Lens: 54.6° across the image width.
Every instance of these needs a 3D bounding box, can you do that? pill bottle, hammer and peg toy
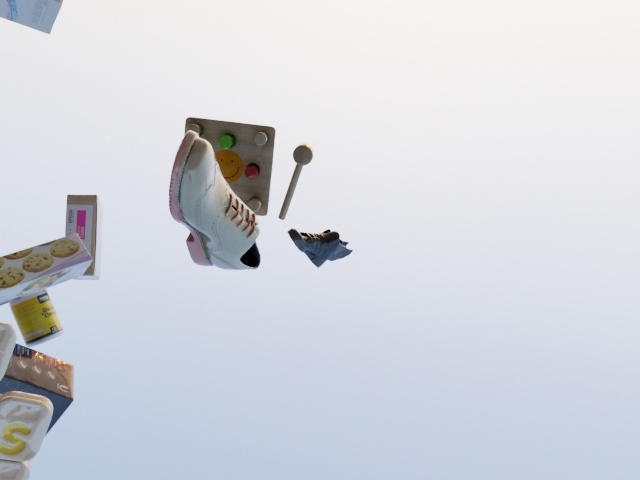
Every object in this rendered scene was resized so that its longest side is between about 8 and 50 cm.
[{"bbox_3d":[-0.786,0.191,1.699,0.103,0.184,0.103,-21,-177,1],"label":"pill bottle"},{"bbox_3d":[-0.207,-0.192,1.731,0.360,0.266,0.127,8,-167,0],"label":"hammer and peg toy"}]

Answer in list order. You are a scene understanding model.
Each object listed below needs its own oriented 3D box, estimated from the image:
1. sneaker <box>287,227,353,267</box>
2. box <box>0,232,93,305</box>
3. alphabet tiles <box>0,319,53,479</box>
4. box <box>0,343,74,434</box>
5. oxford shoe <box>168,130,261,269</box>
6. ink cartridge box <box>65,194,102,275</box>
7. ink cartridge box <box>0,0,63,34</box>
[{"bbox_3d":[0.001,0.002,1.333,0.089,0.170,0.051,-37,-130,4],"label":"sneaker"},{"bbox_3d":[-0.547,0.071,1.055,0.324,0.063,0.067,-25,-105,-49],"label":"box"},{"bbox_3d":[-0.417,0.186,0.586,0.284,0.278,0.021,20,-171,-27],"label":"alphabet tiles"},{"bbox_3d":[-0.763,0.356,1.508,0.165,0.270,0.143,-50,-146,11],"label":"box"},{"bbox_3d":[-0.183,-0.062,1.171,0.146,0.397,0.141,14,-114,8],"label":"oxford shoe"},{"bbox_3d":[-0.697,-0.005,1.832,0.088,0.193,0.235,2,-99,-14],"label":"ink cartridge box"},{"bbox_3d":[-0.582,-0.463,1.139,0.175,0.072,0.127,11,-148,-41],"label":"ink cartridge box"}]
